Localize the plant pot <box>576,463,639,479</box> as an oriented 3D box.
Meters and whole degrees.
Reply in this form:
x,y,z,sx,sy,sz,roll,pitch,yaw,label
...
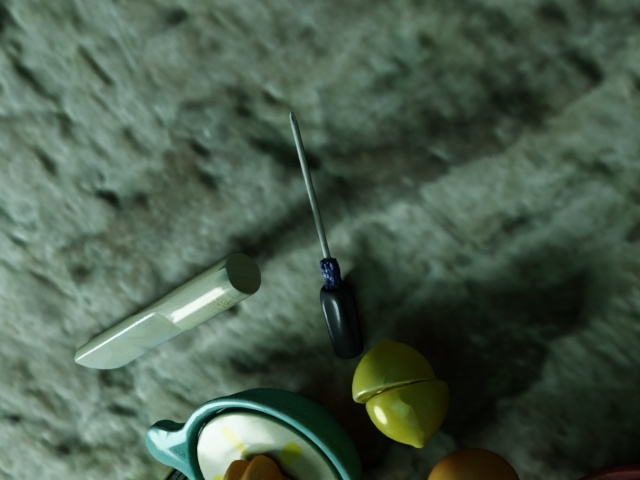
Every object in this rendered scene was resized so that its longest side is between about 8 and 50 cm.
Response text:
x,y,z,sx,sy,sz,roll,pitch,yaw,label
0.190,0.245,0.977,0.191,0.174,0.191,10,118,19,plant pot

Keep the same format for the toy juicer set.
x,y,z,sx,sy,sz,roll,pitch,yaw,label
-0.017,0.129,1.046,0.329,0.089,0.209,36,135,6,toy juicer set

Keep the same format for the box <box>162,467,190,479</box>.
x,y,z,sx,sy,sz,roll,pitch,yaw,label
-0.028,0.254,1.148,0.232,0.058,0.087,34,124,6,box

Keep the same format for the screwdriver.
x,y,z,sx,sy,sz,roll,pitch,yaw,label
0.000,0.000,1.024,0.024,0.025,0.170,-3,118,25,screwdriver
